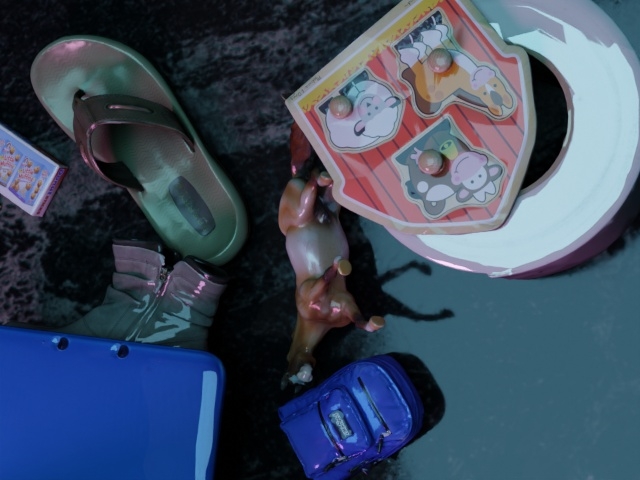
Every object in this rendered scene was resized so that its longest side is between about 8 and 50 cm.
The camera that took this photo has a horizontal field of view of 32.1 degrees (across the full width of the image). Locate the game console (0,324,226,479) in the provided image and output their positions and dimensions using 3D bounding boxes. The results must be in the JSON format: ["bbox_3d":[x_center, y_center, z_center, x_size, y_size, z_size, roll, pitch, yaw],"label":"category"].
[{"bbox_3d":[-0.215,0.233,1.103,0.293,0.250,0.173,5,53,20],"label":"game console"}]

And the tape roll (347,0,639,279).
[{"bbox_3d":[0.163,-0.091,0.956,0.246,0.169,0.246,-1,87,20],"label":"tape roll"}]

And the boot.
[{"bbox_3d":[-0.209,0.069,1.123,0.246,0.083,0.161,12,98,17],"label":"boot"}]

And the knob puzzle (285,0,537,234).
[{"bbox_3d":[0.084,-0.089,0.879,0.213,0.030,0.213,-1,88,20],"label":"knob puzzle"}]

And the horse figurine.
[{"bbox_3d":[0.000,0.000,1.035,0.066,0.174,0.263,-4,77,-19],"label":"horse figurine"}]

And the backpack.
[{"bbox_3d":[0.033,0.168,1.031,0.120,0.101,0.098,-31,85,15],"label":"backpack"}]

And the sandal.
[{"bbox_3d":[-0.185,-0.099,1.123,0.303,0.086,0.120,47,105,14],"label":"sandal"}]

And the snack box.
[{"bbox_3d":[-0.361,-0.099,1.223,0.178,0.022,0.064,33,98,18],"label":"snack box"}]
